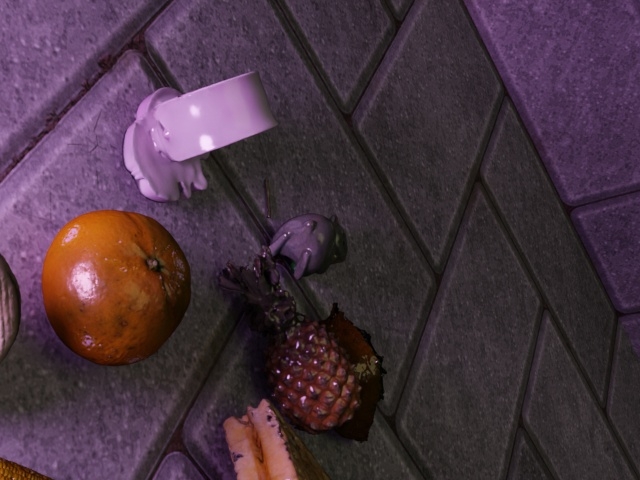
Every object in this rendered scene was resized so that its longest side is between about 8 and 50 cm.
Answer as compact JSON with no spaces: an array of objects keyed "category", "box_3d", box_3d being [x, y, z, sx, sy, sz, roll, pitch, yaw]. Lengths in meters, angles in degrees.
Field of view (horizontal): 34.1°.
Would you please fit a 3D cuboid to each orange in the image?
[{"category":"orange","box_3d":[-0.297,0.066,1.547,0.240,0.171,0.240,22,58,-41]}]

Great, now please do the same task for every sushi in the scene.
[{"category":"sushi","box_3d":[0.067,0.266,2.063,0.140,0.149,0.287,-30,97,-62]}]

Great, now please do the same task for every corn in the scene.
[{"category":"corn","box_3d":[-0.413,0.321,1.361,0.207,0.068,0.068,41,44,-43]}]

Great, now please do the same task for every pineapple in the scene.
[{"category":"pineapple","box_3d":[-0.051,0.178,1.905,0.175,0.175,0.361,-42,112,-56]}]

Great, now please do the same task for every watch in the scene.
[{"category":"watch","box_3d":[-0.196,-0.181,1.774,0.244,0.231,0.196,-36,110,-60]}]

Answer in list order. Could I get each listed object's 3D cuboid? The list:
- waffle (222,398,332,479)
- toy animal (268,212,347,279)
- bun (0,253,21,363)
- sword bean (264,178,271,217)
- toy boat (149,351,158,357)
[{"category":"waffle","box_3d":[-0.020,0.469,1.776,0.376,0.114,0.261,56,-1,-29]},{"category":"toy animal","box_3d":[0.003,0.000,2.111,0.251,0.127,0.125,-21,92,-62]},{"category":"bun","box_3d":[-0.486,0.086,1.309,0.222,0.127,0.222,-26,125,-44]},{"category":"sword bean","box_3d":[-0.105,-0.083,2.081,0.012,0.012,0.083,22,57,-52]},{"category":"toy boat","box_3d":[-0.296,0.131,1.664,0.096,0.034,0.122,-1,76,-64]}]
